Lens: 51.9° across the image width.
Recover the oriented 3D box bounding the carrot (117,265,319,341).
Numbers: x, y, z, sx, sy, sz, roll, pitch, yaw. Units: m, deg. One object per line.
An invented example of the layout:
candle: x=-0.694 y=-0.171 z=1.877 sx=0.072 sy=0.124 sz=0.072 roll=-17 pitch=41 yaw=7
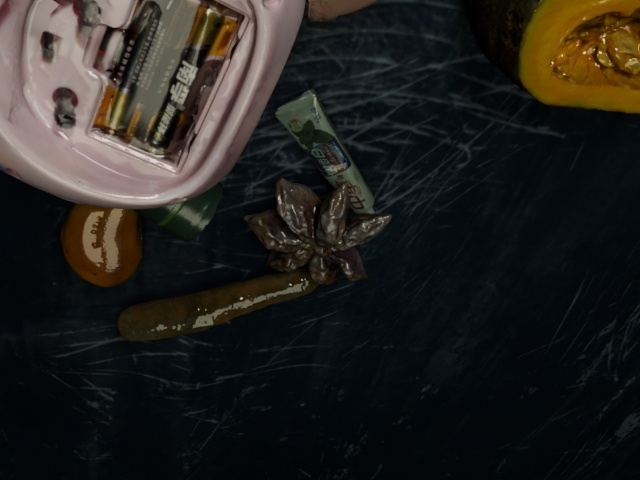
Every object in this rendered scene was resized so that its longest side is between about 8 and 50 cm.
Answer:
carrot: x=-0.150 y=0.100 z=1.036 sx=0.343 sy=0.070 sz=0.070 roll=-14 pitch=137 yaw=2

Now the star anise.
star anise: x=-0.014 y=-0.008 z=0.928 sx=0.197 sy=0.073 sz=0.212 roll=17 pitch=141 yaw=0

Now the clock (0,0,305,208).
clock: x=-0.212 y=-0.203 z=0.549 sx=0.377 sy=0.250 sz=0.368 roll=21 pitch=120 yaw=-19

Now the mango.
mango: x=-0.289 y=-0.014 z=0.878 sx=0.105 sy=0.084 sz=0.159 roll=7 pitch=113 yaw=-18

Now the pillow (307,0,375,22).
pillow: x=0.080 y=-0.298 z=0.607 sx=0.248 sy=0.049 sz=0.135 roll=-31 pitch=145 yaw=-24

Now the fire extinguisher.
fire extinguisher: x=-0.257 y=-0.110 z=0.766 sx=0.294 sy=0.093 sz=0.118 roll=34 pitch=78 yaw=-28

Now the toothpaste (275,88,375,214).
toothpaste: x=0.019 y=-0.103 z=0.874 sx=0.060 sy=0.038 sz=0.233 roll=-21 pitch=134 yaw=19

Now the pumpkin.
pumpkin: x=0.325 y=-0.260 z=0.701 sx=0.317 sy=0.139 sz=0.221 roll=6 pitch=138 yaw=-13
